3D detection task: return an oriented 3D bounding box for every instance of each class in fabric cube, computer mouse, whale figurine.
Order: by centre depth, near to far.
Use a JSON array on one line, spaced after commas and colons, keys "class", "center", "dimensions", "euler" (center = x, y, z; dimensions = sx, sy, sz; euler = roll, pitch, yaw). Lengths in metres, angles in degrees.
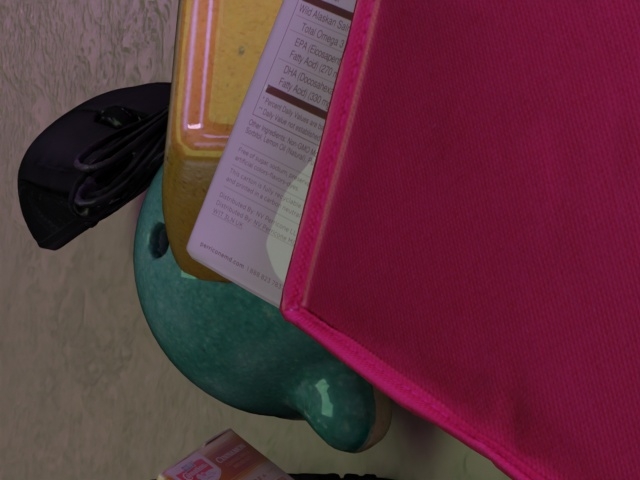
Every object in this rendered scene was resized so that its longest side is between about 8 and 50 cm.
[{"class": "fabric cube", "center": [0.182, -0.040, 0.512], "dimensions": [0.259, 0.258, 0.254], "euler": [35, 113, 55]}, {"class": "whale figurine", "center": [0.000, 0.000, 0.906], "dimensions": [0.272, 0.141, 0.216], "euler": [-13, 73, 56]}, {"class": "computer mouse", "center": [-0.125, -0.065, 1.117], "dimensions": [0.072, 0.188, 0.272], "euler": [55, 155, -5]}]

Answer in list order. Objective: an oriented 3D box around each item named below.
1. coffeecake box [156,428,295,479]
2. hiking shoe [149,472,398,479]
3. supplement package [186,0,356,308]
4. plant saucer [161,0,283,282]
[{"class": "coffeecake box", "center": [-0.019, 0.210, 0.880], "dimensions": [0.185, 0.068, 0.142], "euler": [36, 121, 17]}, {"class": "hiking shoe", "center": [-0.041, 0.189, 0.979], "dimensions": [0.227, 0.086, 0.114], "euler": [-14, 73, 52]}, {"class": "supplement package", "center": [0.046, -0.051, 0.664], "dimensions": [0.105, 0.105, 0.179], "euler": [27, 99, 36]}, {"class": "plant saucer", "center": [0.056, -0.143, 0.781], "dimensions": [0.332, 0.081, 0.333], "euler": [2, 86, 33]}]
